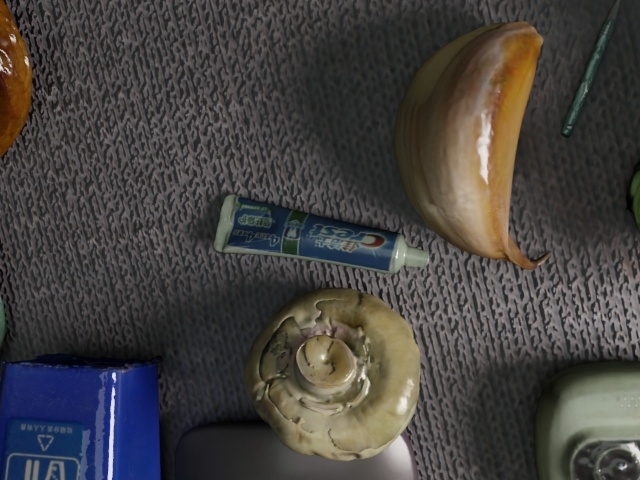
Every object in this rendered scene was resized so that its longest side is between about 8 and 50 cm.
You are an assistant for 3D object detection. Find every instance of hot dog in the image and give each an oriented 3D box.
[{"bbox_3d":[-0.360,-0.140,0.706,0.227,0.099,0.160,-34,90,15],"label":"hot dog"}]

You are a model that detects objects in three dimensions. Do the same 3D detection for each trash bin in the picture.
[{"bbox_3d":[-0.219,0.223,0.703,0.163,0.184,0.234,1,85,8],"label":"trash bin"}]

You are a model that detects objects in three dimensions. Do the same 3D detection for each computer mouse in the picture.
[{"bbox_3d":[-0.027,0.221,0.710,0.232,0.057,0.120,-4,96,11],"label":"computer mouse"}]

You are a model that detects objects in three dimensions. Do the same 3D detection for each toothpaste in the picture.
[{"bbox_3d":[0.000,0.000,0.688,0.197,0.035,0.057,10,83,11],"label":"toothpaste"}]

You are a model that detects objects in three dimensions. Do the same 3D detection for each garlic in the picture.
[{"bbox_3d":[0.114,-0.069,0.626,0.115,0.128,0.206,6,107,34],"label":"garlic"}]

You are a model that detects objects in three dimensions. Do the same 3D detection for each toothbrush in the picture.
[{"bbox_3d":[0.233,-0.164,0.629,0.011,0.014,0.167,19,101,-1],"label":"toothbrush"}]

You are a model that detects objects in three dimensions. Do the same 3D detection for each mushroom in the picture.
[{"bbox_3d":[0.009,0.110,0.644,0.154,0.122,0.154,-5,67,12],"label":"mushroom"}]

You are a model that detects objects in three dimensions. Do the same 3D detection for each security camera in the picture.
[{"bbox_3d":[0.330,0.168,0.625,0.302,0.080,0.157,-5,96,9],"label":"security camera"}]

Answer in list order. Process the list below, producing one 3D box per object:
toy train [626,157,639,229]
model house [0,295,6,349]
[{"bbox_3d":[0.349,-0.063,0.550,0.188,0.159,0.271,14,99,3],"label":"toy train"},{"bbox_3d":[-0.403,0.061,0.749,0.149,0.119,0.148,14,125,33],"label":"model house"}]
